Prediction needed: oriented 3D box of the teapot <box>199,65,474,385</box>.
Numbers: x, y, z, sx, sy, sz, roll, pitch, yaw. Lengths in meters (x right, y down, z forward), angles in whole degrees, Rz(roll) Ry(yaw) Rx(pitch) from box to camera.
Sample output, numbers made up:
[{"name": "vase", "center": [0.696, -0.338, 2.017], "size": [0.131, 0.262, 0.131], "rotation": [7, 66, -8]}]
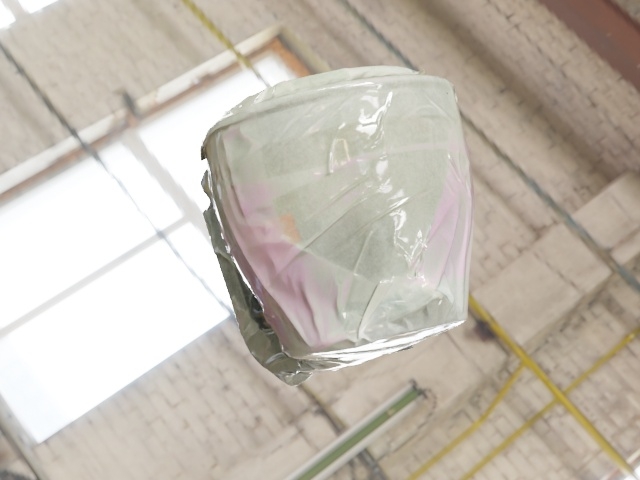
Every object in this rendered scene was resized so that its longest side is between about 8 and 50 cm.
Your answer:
[{"name": "teapot", "center": [-0.006, 0.000, 0.708], "size": [0.221, 0.163, 0.178], "rotation": [-15, -97, 28]}]
